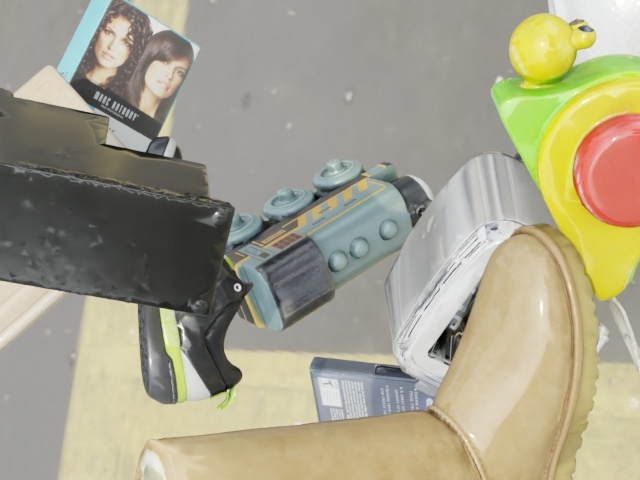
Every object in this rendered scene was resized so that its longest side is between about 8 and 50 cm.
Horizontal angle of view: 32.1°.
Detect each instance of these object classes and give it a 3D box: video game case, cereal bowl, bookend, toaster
[{"bbox_3d":[0.132,0.217,1.243,0.026,0.274,0.196,-70,-22,-46],"label":"video game case"},{"bbox_3d":[0.479,-0.385,1.945,0.141,0.339,0.339,-10,62,9],"label":"cereal bowl"},{"bbox_3d":[-0.143,-0.029,0.706,0.157,0.156,0.072,-112,34,-66],"label":"bookend"},{"bbox_3d":[0.145,0.031,0.947,0.227,0.129,0.146,-57,14,27],"label":"toaster"}]

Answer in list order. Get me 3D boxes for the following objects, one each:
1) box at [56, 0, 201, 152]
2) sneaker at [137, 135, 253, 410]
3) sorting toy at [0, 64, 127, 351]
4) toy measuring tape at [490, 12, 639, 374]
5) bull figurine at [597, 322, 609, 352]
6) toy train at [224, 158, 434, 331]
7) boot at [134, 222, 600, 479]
[{"bbox_3d":[-0.211,-0.095,1.022,0.060,0.100,0.244,10,73,59],"label":"box"},{"bbox_3d":[-0.108,0.028,0.954,0.084,0.097,0.234,173,93,-75],"label":"sneaker"},{"bbox_3d":[-0.236,-0.022,0.870,0.193,0.038,0.208,-42,55,-4],"label":"sorting toy"},{"bbox_3d":[0.220,-0.008,0.720,0.121,0.330,0.121,-28,20,11],"label":"toy measuring tape"},{"bbox_3d":[0.321,0.134,1.850,0.188,0.101,0.310,-47,57,2],"label":"bull figurine"},{"bbox_3d":[0.000,0.000,1.510,0.190,0.334,0.142,21,135,54],"label":"toy train"},{"bbox_3d":[0.028,0.114,0.655,0.089,0.270,0.236,-157,65,-63],"label":"boot"}]
